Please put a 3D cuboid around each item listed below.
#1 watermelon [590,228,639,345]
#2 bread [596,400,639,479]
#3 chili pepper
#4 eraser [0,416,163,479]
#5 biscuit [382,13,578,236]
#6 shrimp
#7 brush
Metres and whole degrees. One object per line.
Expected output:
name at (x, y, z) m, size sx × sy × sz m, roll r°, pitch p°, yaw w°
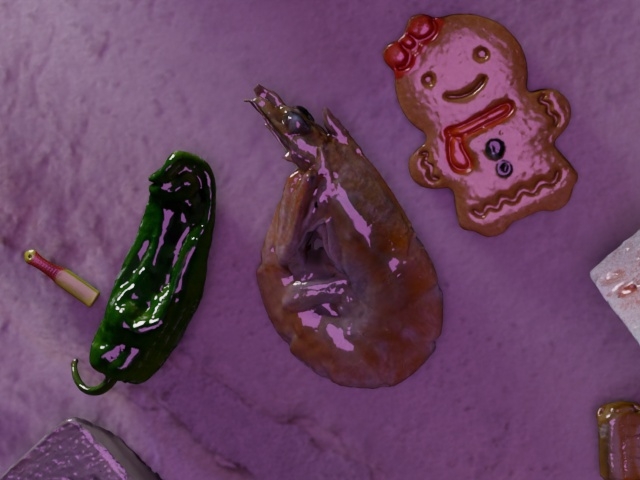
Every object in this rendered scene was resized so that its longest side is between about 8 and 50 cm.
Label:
watermelon at (0.333, 0.072, 1.579) m, size 0.213 × 0.289 × 0.320 m, roll 10°, pitch 111°, yaw 33°
bread at (0.291, 0.198, 1.668) m, size 0.049 × 0.033 × 0.088 m, roll -8°, pitch 99°, yaw -10°
chili pepper at (-0.162, 0.039, 1.670) m, size 0.100 × 0.074 × 0.257 m, roll 21°, pitch 91°, yaw 0°
eraser at (-0.157, 0.326, 1.689) m, size 0.111 × 0.077 × 0.352 m, roll -41°, pitch 92°, yaw 6°
biscuit at (0.152, -0.119, 1.648) m, size 0.166 × 0.036 × 0.226 m, roll -22°, pitch 93°, yaw 7°
shrimp at (0.000, 0.000, 1.651) m, size 0.168 × 0.077 × 0.317 m, roll -30°, pitch 95°, yaw 9°
brush at (-0.255, 0.035, 1.697) m, size 0.083 × 0.021 × 0.019 m, roll 34°, pitch 98°, yaw -5°
